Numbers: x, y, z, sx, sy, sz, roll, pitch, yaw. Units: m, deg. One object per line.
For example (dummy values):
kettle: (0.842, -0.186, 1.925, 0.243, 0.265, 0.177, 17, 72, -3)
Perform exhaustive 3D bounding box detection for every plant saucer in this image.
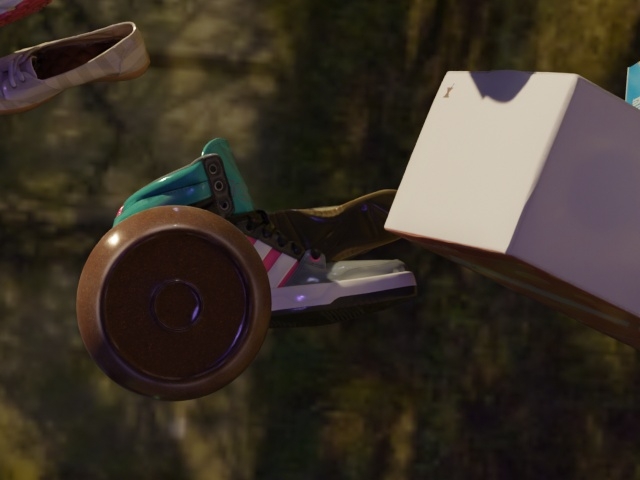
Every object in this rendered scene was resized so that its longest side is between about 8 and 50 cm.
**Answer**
plant saucer: (-0.122, 0.054, 1.324, 0.029, 0.168, 0.169, -173, 87, -77)

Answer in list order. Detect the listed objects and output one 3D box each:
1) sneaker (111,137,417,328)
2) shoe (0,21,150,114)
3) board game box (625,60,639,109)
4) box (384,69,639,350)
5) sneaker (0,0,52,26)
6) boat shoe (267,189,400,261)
sneaker: (-0.062, -0.007, 1.460, 0.124, 0.295, 0.179, 126, 139, -76)
shoe: (-0.304, -0.201, 1.773, 0.058, 0.219, 0.077, 91, 161, -60)
board game box: (0.504, -0.190, 1.831, 0.303, 0.097, 0.224, -34, 25, 34)
box: (0.273, -0.013, 1.454, 0.215, 0.345, 0.168, 13, 80, 63)
sneaker: (-0.427, -0.283, 1.733, 0.121, 0.299, 0.112, -35, -59, -59)
boat shoe: (0.000, -0.001, 1.804, 0.073, 0.223, 0.080, 114, 140, -76)
